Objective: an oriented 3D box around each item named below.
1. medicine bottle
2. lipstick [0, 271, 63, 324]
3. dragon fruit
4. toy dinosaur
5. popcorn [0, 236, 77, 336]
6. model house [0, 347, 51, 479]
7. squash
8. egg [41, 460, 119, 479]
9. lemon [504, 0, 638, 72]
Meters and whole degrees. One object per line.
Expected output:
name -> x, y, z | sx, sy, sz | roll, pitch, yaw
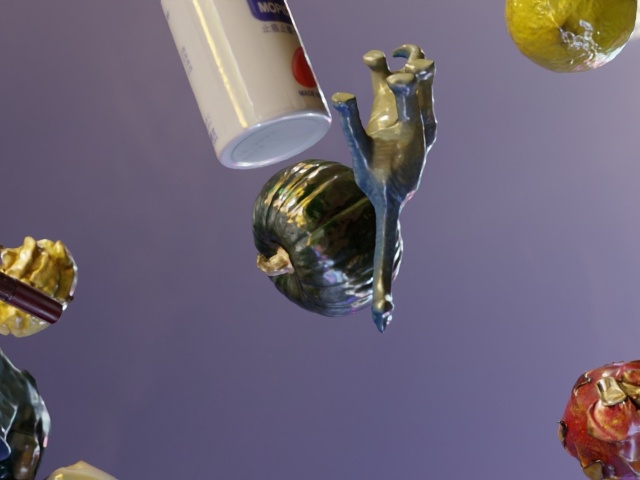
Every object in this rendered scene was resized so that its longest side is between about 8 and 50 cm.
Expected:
medicine bottle -> -0.104, -0.254, 1.182 | 0.130, 0.130, 0.341 | 9, -124, -61
lipstick -> -0.300, 0.035, 0.986 | 0.176, 0.027, 0.027 | 39, -145, -52
dragon fruit -> 0.322, 0.198, 1.093 | 0.246, 0.125, 0.125 | 35, -104, -45
toy dinosaur -> 0.065, -0.063, 0.933 | 0.247, 0.075, 0.188 | -68, -25, -59
popcorn -> -0.450, 0.070, 1.705 | 0.152, 0.148, 0.167 | 24, -129, 7
model house -> -0.454, 0.286, 1.109 | 0.252, 0.295, 0.329 | 58, -165, -20
squash -> 0.005, -0.002, 1.398 | 0.218, 0.218, 0.172 | 47, -115, -34
egg -> -0.249, 0.400, 1.282 | 0.286, 0.174, 0.264 | 19, -109, -85
lemon -> 0.212, -0.195, 0.922 | 0.133, 0.109, 0.109 | -30, -85, -59
